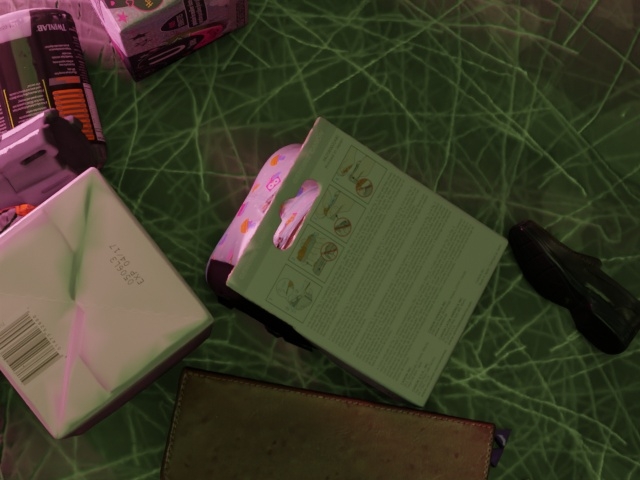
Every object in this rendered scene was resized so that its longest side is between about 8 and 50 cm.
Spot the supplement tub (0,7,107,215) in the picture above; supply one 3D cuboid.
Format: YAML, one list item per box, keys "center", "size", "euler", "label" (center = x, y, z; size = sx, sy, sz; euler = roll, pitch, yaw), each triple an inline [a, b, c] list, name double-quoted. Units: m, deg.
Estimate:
- center: [-0.282, -0.127, 1.723]
  size: [0.117, 0.117, 0.190]
  euler: [-14, 86, -5]
  label: "supplement tub"

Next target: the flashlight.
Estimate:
- center: [-0.345, -0.025, 1.655]
  size: [0.304, 0.103, 0.103]
  euler: [-26, 119, 22]
  label: "flashlight"

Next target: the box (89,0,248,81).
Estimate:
- center: [-0.165, -0.270, 1.678]
  size: [0.142, 0.247, 0.163]
  euler: [-28, 87, -4]
  label: "box"

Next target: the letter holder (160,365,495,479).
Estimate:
- center: [-0.002, 0.265, 1.655]
  size: [0.301, 0.152, 0.214]
  euler: [10, 73, 3]
  label: "letter holder"

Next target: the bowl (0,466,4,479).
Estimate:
- center: [-0.387, 0.215, 1.695]
  size: [0.142, 0.053, 0.142]
  euler: [-14, 122, -3]
  label: "bowl"

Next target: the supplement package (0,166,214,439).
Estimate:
- center: [-0.220, 0.068, 1.620]
  size: [0.175, 0.293, 0.177]
  euler: [-38, 88, -6]
  label: "supplement package"

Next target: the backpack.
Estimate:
- center: [0.000, 0.000, 1.710]
  size: [0.166, 0.144, 0.188]
  euler: [33, 72, -27]
  label: "backpack"

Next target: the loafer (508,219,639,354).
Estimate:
- center: [0.264, 0.039, 1.776]
  size: [0.170, 0.062, 0.061]
  euler: [48, 62, -2]
  label: "loafer"

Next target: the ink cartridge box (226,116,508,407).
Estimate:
- center: [0.042, 0.022, 1.634]
  size: [0.232, 0.066, 0.189]
  euler: [32, 78, -14]
  label: "ink cartridge box"

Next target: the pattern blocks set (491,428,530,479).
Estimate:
- center: [0.205, 0.344, 1.722]
  size: [0.285, 0.026, 0.325]
  euler: [-20, 72, -8]
  label: "pattern blocks set"
